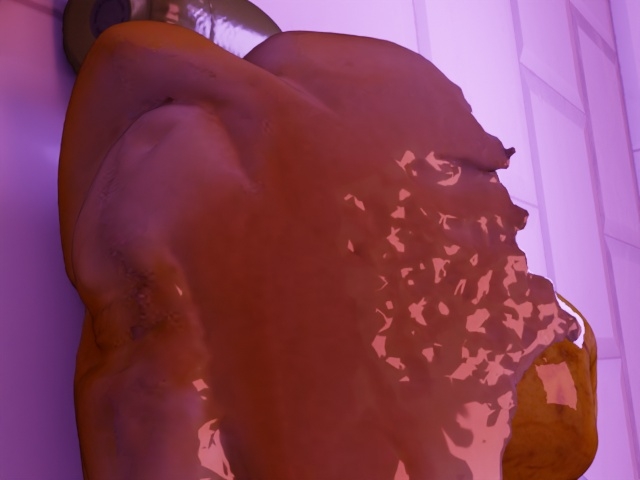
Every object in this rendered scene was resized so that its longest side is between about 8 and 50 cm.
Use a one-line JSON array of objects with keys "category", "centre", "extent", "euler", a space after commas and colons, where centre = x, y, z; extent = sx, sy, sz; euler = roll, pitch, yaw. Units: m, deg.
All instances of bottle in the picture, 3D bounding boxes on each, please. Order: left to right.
[{"category": "bottle", "centre": [-0.088, -0.151, 0.795], "extent": [0.260, 0.112, 0.112], "euler": [8, 73, -60]}]

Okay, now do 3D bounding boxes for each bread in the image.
[{"category": "bread", "centre": [-0.024, 0.064, 0.609], "extent": [0.245, 0.329, 0.424], "euler": [13, 66, -52]}]

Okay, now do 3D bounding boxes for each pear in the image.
[{"category": "pear", "centre": [0.139, 0.141, 0.944], "extent": [0.281, 0.281, 0.280], "euler": [29, 56, -55]}]

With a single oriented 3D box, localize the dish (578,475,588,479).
[{"category": "dish", "centre": [0.188, 0.323, 1.024], "extent": [0.117, 0.256, 0.256], "euler": [56, 34, -10]}]
